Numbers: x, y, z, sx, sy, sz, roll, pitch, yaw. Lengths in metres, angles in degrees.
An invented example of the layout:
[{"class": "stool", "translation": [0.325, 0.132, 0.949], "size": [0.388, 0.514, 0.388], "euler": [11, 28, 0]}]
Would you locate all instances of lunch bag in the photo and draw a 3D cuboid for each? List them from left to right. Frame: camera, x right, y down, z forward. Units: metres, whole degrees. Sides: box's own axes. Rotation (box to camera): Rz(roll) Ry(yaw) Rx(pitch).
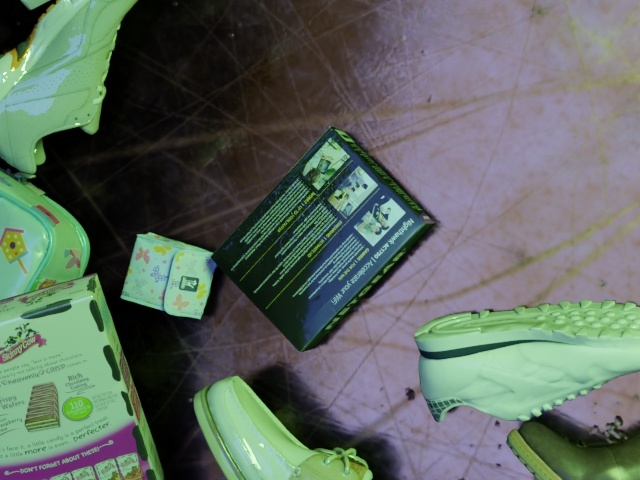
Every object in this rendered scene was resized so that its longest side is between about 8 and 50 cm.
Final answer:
[{"class": "lunch bag", "translation": [-0.384, 0.046, 1.188], "size": [0.224, 0.108, 0.279], "euler": [31, 98, 16]}, {"class": "lunch bag", "translation": [-0.150, 0.035, 1.145], "size": [0.083, 0.053, 0.071], "euler": [18, 96, 7]}]

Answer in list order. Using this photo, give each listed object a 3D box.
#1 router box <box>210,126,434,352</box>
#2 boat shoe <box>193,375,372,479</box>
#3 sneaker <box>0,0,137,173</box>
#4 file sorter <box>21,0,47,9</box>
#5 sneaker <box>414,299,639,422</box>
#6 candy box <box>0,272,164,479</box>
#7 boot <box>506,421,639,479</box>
[{"class": "router box", "translation": [0.000, 0.000, 1.101], "size": [0.179, 0.046, 0.133], "euler": [-46, 78, 12]}, {"class": "boat shoe", "translation": [0.003, 0.242, 1.072], "size": [0.103, 0.113, 0.302], "euler": [-38, 90, 12]}, {"class": "sneaker", "translation": [-0.249, -0.180, 1.169], "size": [0.262, 0.099, 0.121], "euler": [-43, 103, 6]}, {"class": "file sorter", "translation": [-0.210, -0.391, 1.067], "size": [0.277, 0.173, 0.193], "euler": [-22, 52, 15]}, {"class": "sneaker", "translation": [0.204, 0.112, 1.028], "size": [0.235, 0.090, 0.095], "euler": [-5, 101, 21]}, {"class": "candy box", "translation": [-0.259, 0.166, 1.103], "size": [0.159, 0.071, 0.234], "euler": [-15, 109, -3]}, {"class": "boot", "translation": [0.314, 0.179, 0.999], "size": [0.248, 0.090, 0.207], "euler": [35, 88, 15]}]
